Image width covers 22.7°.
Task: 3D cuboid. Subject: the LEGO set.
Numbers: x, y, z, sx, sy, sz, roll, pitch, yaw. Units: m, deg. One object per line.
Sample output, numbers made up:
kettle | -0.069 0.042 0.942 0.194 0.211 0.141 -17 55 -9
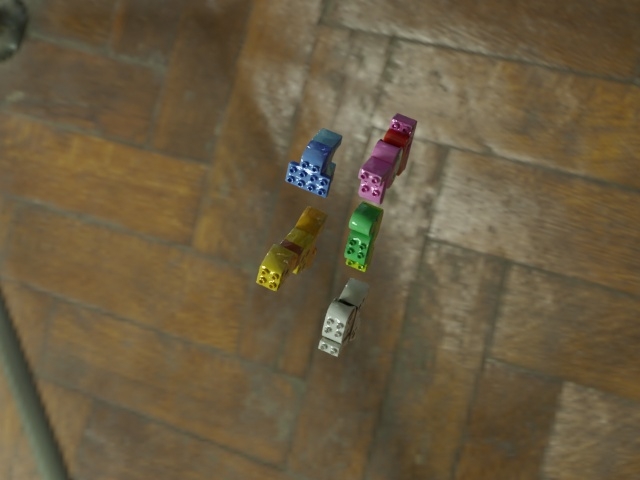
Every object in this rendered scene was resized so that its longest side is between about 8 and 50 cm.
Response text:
LEGO set | 0.000 0.000 1.316 0.087 0.093 0.227 23 127 14
